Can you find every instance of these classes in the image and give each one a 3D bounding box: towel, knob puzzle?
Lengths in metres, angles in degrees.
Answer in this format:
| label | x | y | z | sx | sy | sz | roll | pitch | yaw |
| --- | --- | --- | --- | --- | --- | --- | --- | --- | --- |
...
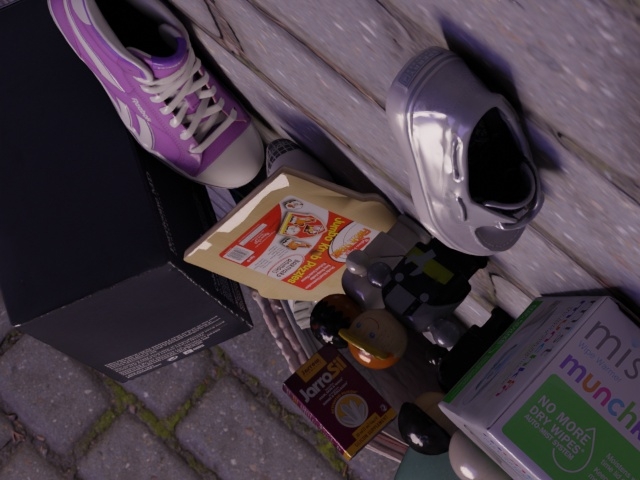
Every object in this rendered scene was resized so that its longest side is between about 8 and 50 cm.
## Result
| label | x | y | z | sx | sy | sz | roll | pitch | yaw |
| --- | --- | --- | --- | --- | --- | --- | --- | --- | --- |
| towel | 0.058 | 0.135 | 1.736 | 0.317 | 0.053 | 0.332 | 30 | -159 | -42 |
| knob puzzle | 0.000 | 0.000 | 1.391 | 0.213 | 0.213 | 0.030 | 48 | -146 | -47 |

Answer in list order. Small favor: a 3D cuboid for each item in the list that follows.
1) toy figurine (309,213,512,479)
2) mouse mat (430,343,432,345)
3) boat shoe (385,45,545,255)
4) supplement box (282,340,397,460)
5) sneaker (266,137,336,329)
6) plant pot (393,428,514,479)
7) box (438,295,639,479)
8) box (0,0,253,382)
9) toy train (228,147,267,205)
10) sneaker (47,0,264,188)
| label | x | y | z | sx | sy | sz | roll | pitch | yaw |
| --- | --- | --- | --- | --- | --- | --- | --- | --- | --- |
| toy figurine | 0.099 | 0.093 | 1.277 | 0.209 | 0.148 | 0.213 | 44 | 175 | -16 |
| mouse mat | 0.159 | 0.159 | 2.127 | 0.189 | 0.007 | 0.152 | 41 | 175 | -1 |
| boat shoe | 0.091 | -0.036 | 0.820 | 0.063 | 0.066 | 0.184 | 40 | 165 | 32 |
| supplement box | 0.016 | 0.132 | 1.232 | 0.083 | 0.055 | 0.043 | 46 | 170 | 8 |
| sneaker | -0.010 | -0.003 | 1.511 | 0.095 | 0.090 | 0.235 | 52 | 159 | 34 |
| plant pot | 0.173 | 0.308 | 1.488 | 0.293 | 0.196 | 0.293 | 44 | 166 | 14 |
| box | 0.231 | 0.165 | 1.048 | 0.262 | 0.127 | 0.231 | 43 | 176 | -2 |
| box | -0.242 | -0.056 | 1.643 | 0.312 | 0.179 | 0.343 | 53 | -164 | -69 |
| toy train | -0.020 | -0.018 | 1.638 | 0.184 | 0.080 | 0.105 | 39 | 168 | 35 |
| sneaker | -0.140 | -0.142 | 1.410 | 0.282 | 0.102 | 0.161 | 45 | 171 | -25 |
